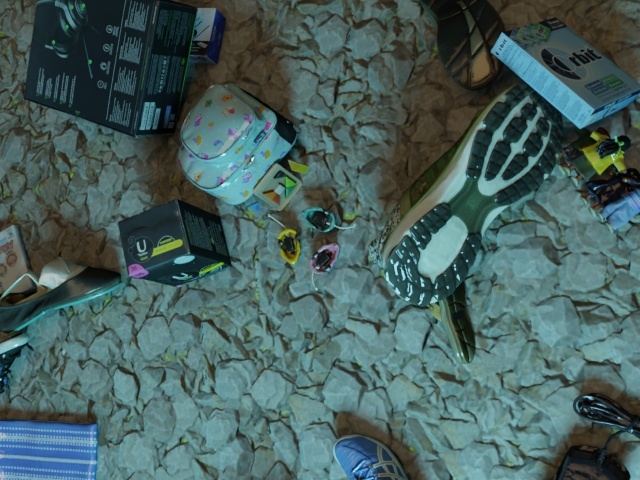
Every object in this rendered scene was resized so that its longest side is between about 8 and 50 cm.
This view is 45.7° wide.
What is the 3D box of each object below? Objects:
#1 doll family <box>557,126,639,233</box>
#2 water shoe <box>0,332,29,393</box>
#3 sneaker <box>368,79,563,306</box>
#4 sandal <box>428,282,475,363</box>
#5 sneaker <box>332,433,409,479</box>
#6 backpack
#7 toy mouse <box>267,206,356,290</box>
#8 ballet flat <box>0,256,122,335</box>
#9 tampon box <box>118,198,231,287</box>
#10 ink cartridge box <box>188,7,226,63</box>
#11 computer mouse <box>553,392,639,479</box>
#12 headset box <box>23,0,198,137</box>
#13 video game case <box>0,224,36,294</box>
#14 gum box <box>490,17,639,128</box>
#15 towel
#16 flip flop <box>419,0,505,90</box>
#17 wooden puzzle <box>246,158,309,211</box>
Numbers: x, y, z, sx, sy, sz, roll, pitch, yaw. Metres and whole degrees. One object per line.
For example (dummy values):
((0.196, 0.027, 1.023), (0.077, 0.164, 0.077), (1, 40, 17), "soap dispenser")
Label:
((0.441, -0.100, 1.144), (0.111, 0.076, 0.193), (-32, 76, 7), "doll family")
((-0.626, 0.254, 1.474), (0.203, 0.073, 0.080), (-36, 92, 15), "water shoe")
((0.206, -0.096, 1.184), (0.410, 0.158, 0.182), (-48, 27, -9), "sneaker")
((0.198, 0.108, 1.201), (0.049, 0.072, 0.180), (-20, 78, 38), "sandal")
((0.099, 0.379, 1.172), (0.211, 0.081, 0.080), (39, 96, 23), "sneaker")
((-0.159, -0.166, 1.328), (0.166, 0.144, 0.188), (40, 101, 32), "backpack")
((0.000, 0.000, 1.304), (0.143, 0.031, 0.161), (-24, 73, 15), "toy mouse")
((-0.510, 0.094, 1.428), (0.281, 0.095, 0.096), (-23, 104, 14), "ballet flat")
((-0.250, 0.009, 1.323), (0.120, 0.161, 0.101), (-20, 74, 16), "tampon box")
((-0.292, -0.398, 1.474), (0.207, 0.046, 0.097), (7, 82, 21), "ink cartridge box")
((0.417, 0.365, 1.075), (0.184, 0.060, 0.262), (18, 75, 26), "computer mouse")
((-0.401, -0.348, 1.415), (0.283, 0.131, 0.246), (19, 106, 18), "headset box")
((-0.657, 0.065, 1.536), (0.157, 0.019, 0.143), (-27, 73, 13), "video game case")
((0.375, -0.259, 1.156), (0.184, 0.157, 0.041), (48, 139, 20), "gum box")
((-0.527, 0.503, 1.399), (0.243, 0.040, 0.335), (-2, 79, 19), "towel")
((0.235, -0.361, 1.267), (0.112, 0.080, 0.277), (-31, 56, 17), "flip flop")
((-0.072, -0.093, 1.328), (0.116, 0.079, 0.014), (-56, 40, 10), "wooden puzzle")
